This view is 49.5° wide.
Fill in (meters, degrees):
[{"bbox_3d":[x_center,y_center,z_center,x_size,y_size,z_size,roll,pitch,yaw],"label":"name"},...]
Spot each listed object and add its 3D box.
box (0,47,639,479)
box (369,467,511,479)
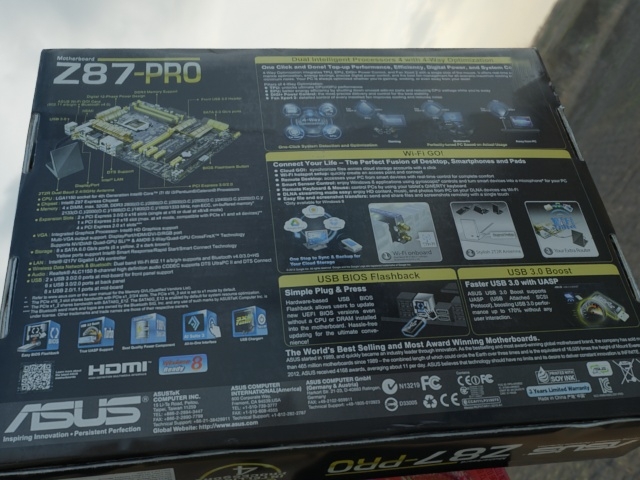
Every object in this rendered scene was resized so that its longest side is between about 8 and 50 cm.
[{"bbox_3d":[0.000,0.000,0.483,0.097,0.395,0.318,102,163,-57],"label":"box"},{"bbox_3d":[0.018,0.132,0.573,0.142,0.300,0.154,-13,-25,-21],"label":"box"}]
